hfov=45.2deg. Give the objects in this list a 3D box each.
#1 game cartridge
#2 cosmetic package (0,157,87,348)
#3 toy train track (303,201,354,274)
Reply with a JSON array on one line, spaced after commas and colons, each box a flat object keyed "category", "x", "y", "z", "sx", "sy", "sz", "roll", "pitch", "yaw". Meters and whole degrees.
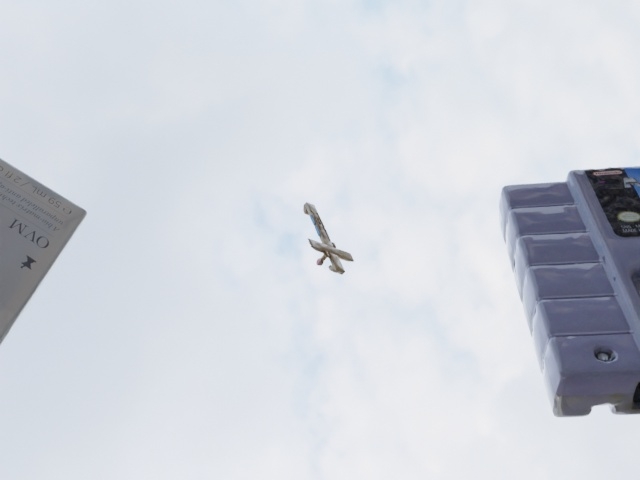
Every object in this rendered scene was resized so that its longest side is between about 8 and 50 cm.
[{"category": "game cartridge", "x": 0.327, "y": 0.020, "z": 0.567, "sx": 0.230, "sy": 0.355, "sz": 0.068, "roll": -90, "pitch": -5, "yaw": -48}, {"category": "cosmetic package", "x": -0.347, "y": 0.024, "z": 0.597, "sx": 0.224, "sy": 0.138, "sz": 0.224, "roll": 33, "pitch": -131, "yaw": -15}, {"category": "toy train track", "x": 0.000, "y": 0.000, "z": 0.646, "sx": 0.048, "sy": 0.014, "sz": 0.083, "roll": 20, "pitch": -147, "yaw": -38}]
